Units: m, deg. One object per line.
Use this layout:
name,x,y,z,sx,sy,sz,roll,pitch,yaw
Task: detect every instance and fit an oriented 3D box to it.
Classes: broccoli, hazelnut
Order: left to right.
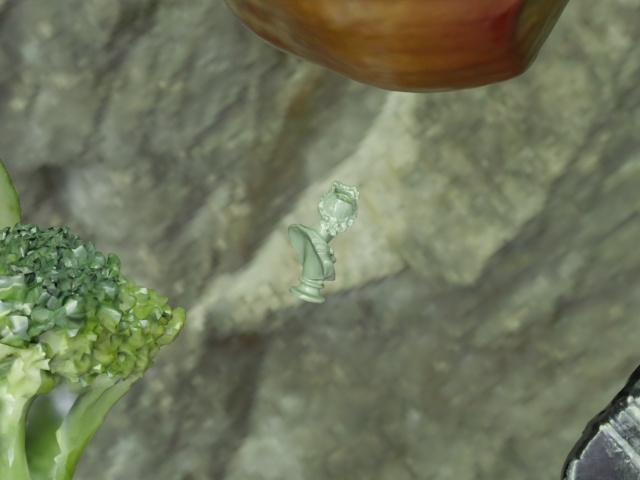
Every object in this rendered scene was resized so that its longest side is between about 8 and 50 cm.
broccoli,-0.198,0.165,1.162,0.275,0.397,0.353,-25,-42,-38
hazelnut,0.076,-0.294,1.557,0.366,0.366,0.366,-34,-13,-9

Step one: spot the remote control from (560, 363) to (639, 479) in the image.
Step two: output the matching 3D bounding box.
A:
remote control,0.228,0.086,0.968,0.266,0.090,0.066,-36,-1,-24

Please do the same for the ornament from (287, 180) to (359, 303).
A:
ornament,-0.001,0.004,1.344,0.041,0.068,0.092,13,-51,-31

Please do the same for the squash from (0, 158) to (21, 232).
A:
squash,-0.406,-0.090,1.592,0.210,0.309,0.233,-63,2,28
